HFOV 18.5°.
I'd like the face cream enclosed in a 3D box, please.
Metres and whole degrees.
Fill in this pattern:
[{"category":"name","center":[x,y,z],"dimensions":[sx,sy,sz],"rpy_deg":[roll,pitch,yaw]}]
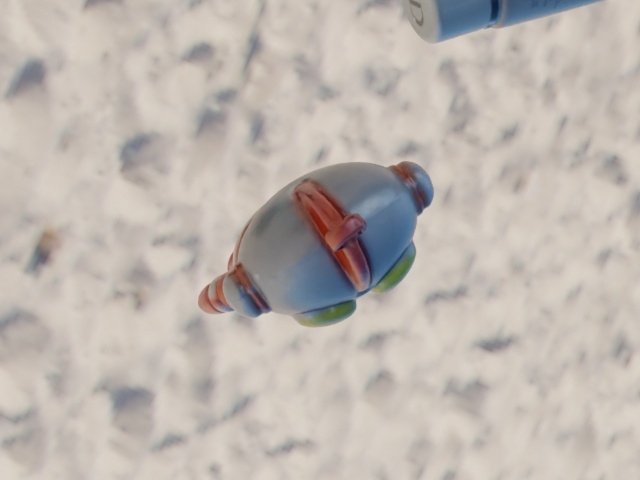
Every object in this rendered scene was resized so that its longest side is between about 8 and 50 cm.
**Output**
[{"category":"face cream","center":[0.223,-0.258,1.750],"dimensions":[0.314,0.089,0.143],"rpy_deg":[-19,121,-16]}]

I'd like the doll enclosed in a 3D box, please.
[{"category":"doll","center":[0.000,0.000,1.066],"dimensions":[0.142,0.076,0.245],"rpy_deg":[-34,-175,-8]}]
